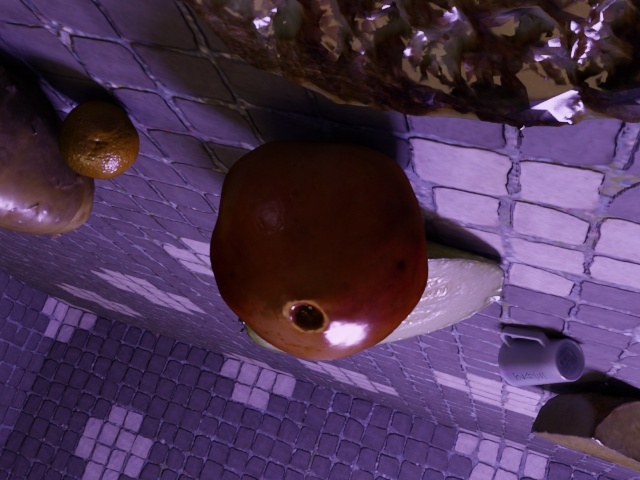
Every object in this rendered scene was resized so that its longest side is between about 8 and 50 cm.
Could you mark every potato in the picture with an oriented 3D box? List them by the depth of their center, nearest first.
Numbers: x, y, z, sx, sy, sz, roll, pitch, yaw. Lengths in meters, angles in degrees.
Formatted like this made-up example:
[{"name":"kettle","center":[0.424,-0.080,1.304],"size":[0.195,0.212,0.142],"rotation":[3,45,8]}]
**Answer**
[{"name":"potato","center":[-0.347,-0.096,0.752],"size":[0.141,0.191,0.296],"rotation":[-27,160,2]},{"name":"potato","center":[0.495,0.331,1.239],"size":[0.269,0.112,0.255],"rotation":[31,163,-24]}]

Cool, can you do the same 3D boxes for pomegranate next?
[{"name":"pomegranate","center":[0.001,0.003,0.624],"size":[0.209,0.209,0.209],"rotation":[18,163,6]}]

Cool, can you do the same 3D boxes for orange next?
[{"name":"orange","center":[-0.239,-0.108,0.739],"size":[0.085,0.085,0.095],"rotation":[24,-177,-14]}]

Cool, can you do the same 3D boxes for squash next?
[{"name":"squash","center":[0.061,0.076,0.797],"size":[0.261,0.189,0.189],"rotation":[18,163,19]}]

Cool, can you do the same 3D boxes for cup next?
[{"name":"cup","center":[0.320,0.169,1.018],"size":[0.104,0.074,0.116],"rotation":[53,152,-8]}]

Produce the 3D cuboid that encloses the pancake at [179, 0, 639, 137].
[{"name":"pancake","center":[0.064,-0.157,0.324],"size":[0.305,0.066,0.427],"rotation":[34,160,-19]}]
